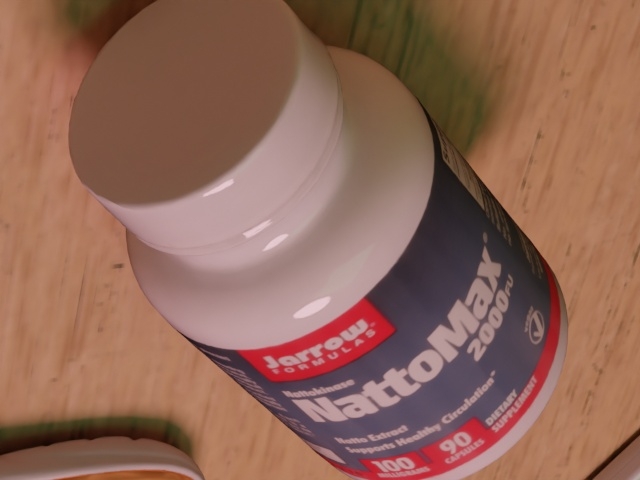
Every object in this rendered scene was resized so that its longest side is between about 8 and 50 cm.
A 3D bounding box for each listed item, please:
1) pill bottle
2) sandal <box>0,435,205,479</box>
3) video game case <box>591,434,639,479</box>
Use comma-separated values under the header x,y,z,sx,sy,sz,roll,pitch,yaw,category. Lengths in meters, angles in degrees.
x,y,z,sx,sy,sz,roll,pitch,yaw,category
0.000,0.000,0.645,0.108,0.108,0.180,-42,138,2,pill bottle
-0.145,0.128,0.670,0.265,0.076,0.102,-10,130,-29,sandal
0.175,0.132,0.951,0.157,0.019,0.143,-44,138,2,video game case
